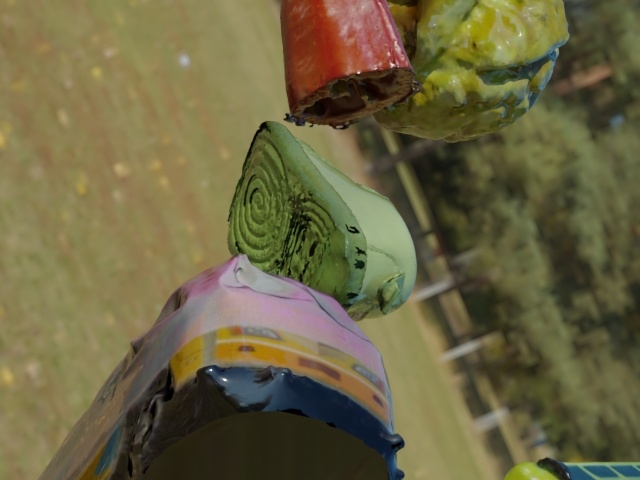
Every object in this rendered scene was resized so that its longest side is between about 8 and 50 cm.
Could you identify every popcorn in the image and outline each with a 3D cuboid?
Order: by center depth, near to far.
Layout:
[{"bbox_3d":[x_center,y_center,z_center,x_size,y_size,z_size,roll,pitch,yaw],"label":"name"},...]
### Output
[{"bbox_3d":[0.144,-0.240,2.226,0.282,0.247,0.282,35,-40,37],"label":"popcorn"}]

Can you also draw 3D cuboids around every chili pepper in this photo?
[{"bbox_3d":[0.008,-0.162,1.219,0.065,0.088,0.169,19,57,-56],"label":"chili pepper"}]

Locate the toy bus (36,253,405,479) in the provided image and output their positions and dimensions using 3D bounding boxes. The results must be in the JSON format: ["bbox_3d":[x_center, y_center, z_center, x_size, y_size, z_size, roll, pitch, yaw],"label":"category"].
[{"bbox_3d":[-0.101,0.171,1.303,0.171,0.386,0.162,21,37,-24],"label":"toy bus"}]

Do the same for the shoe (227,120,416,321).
[{"bbox_3d":[-0.007,-0.001,1.774,0.128,0.140,0.262,25,12,-29],"label":"shoe"}]

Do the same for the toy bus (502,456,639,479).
[{"bbox_3d":[0.168,0.185,0.966,0.150,0.128,0.262,37,16,34],"label":"toy bus"}]
